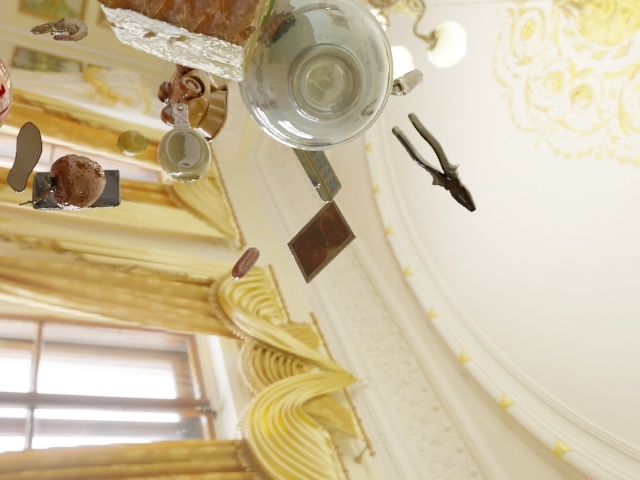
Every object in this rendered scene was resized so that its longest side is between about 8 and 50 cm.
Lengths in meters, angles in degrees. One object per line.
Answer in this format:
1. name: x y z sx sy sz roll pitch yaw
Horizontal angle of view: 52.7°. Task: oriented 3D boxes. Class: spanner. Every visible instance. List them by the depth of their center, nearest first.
1. spanner: 0.324 -0.206 1.787 0.095 0.325 0.040 -38 -176 35

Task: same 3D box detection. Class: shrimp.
1. shrimp: -0.744 -0.594 1.851 0.095 0.162 0.045 64 -28 14

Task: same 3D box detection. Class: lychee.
1. lychee: -0.471 -0.101 1.217 0.140 0.101 0.114 -53 -175 -39

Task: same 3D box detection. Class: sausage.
1. sausage: -0.323 0.098 2.803 0.077 0.077 0.194 -49 -176 47

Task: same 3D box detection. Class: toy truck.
1. toy truck: -0.461 -0.513 2.352 0.204 0.211 0.288 -45 -138 34

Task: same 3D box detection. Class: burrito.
1. burrito: 0.266 -0.497 2.049 0.086 0.226 0.061 -9 -72 30

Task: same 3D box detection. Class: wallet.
1. wallet: -0.677 -0.139 1.799 0.031 0.232 0.122 115 -30 -64

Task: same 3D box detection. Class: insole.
1. insole: -0.821 -0.224 1.790 0.253 0.086 0.005 -52 179 36

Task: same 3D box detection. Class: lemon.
1. lemon: -0.447 -0.233 1.540 0.062 0.083 0.062 -9 90 -89

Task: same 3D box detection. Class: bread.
1. bread: -0.233 -0.477 1.196 0.207 0.278 0.279 143 -40 -81

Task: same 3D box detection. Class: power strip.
1. power strip: -0.036 -0.298 2.155 0.066 0.388 0.092 0 -138 44

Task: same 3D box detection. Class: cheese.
1. cheese: -0.362 -0.263 1.702 0.064 0.137 0.228 125 -41 -60

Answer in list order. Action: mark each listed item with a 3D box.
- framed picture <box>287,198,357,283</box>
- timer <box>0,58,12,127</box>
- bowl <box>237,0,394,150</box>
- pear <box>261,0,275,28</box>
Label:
1. framed picture: 0.000 0.000 2.545 0.289 0.020 0.211 -45 -127 24
2. timer: -1.057 -0.411 1.779 0.378 0.377 0.279 -116 -147 -50
3. bowl: 0.002 -0.419 1.665 0.196 0.434 0.435 -109 -144 -67
4. pear: -0.177 -0.606 1.483 0.239 0.139 0.288 -49 164 -36
